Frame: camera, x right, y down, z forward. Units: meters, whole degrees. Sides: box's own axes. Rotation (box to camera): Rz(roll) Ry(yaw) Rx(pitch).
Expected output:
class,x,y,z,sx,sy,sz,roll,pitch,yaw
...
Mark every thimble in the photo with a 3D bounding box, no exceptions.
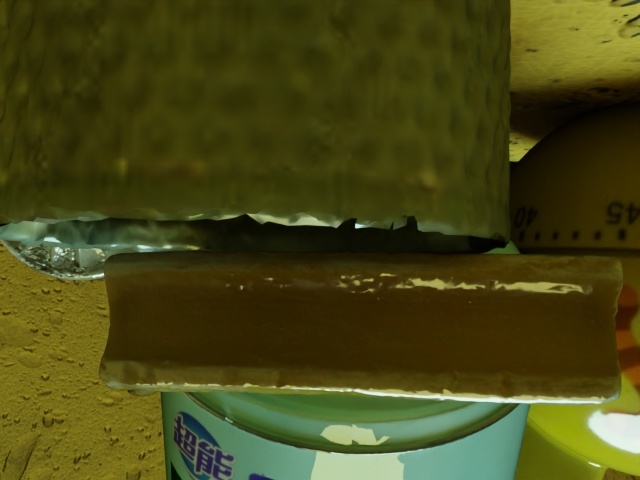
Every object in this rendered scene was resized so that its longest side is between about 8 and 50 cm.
class,x,y,z,sx,sy,sz,roll,pitch,yaw
thimble,-0.036,-0.070,0.456,0.271,0.150,0.271,1,175,0

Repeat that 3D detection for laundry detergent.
class,x,y,z,sx,sy,sz,roll,pitch,yaw
laundry detergent,0.017,0.118,0.702,0.287,0.305,0.287,2,-148,-1

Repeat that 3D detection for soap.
class,x,y,z,sx,sy,sz,roll,pitch,yaw
soap,0.022,0.043,0.462,0.232,0.073,0.140,0,177,7

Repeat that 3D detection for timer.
class,x,y,z,sx,sy,sz,roll,pitch,yaw
timer,0.300,0.082,0.804,0.376,0.387,0.376,4,174,0

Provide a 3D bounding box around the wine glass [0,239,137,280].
class,x,y,z,sx,sy,sz,roll,pitch,yaw
wine glass,-0.189,-0.061,0.690,0.165,0.165,0.196,2,168,-7

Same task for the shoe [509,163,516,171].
class,x,y,z,sx,sy,sz,roll,pitch,yaw
shoe,0.251,-0.001,1.132,0.336,0.132,0.171,13,168,-14
